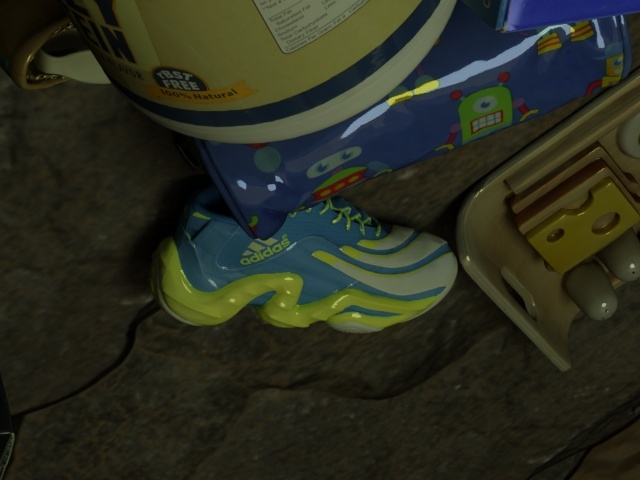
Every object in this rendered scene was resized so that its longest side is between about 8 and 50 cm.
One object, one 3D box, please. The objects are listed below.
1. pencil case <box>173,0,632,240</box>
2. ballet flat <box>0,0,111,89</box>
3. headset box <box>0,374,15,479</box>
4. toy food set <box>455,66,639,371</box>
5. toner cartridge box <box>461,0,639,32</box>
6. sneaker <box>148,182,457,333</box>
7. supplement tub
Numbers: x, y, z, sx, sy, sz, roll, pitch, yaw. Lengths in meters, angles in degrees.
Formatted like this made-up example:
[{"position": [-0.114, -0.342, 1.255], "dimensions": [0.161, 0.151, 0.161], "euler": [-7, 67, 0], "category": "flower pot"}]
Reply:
[{"position": [0.054, -0.102, 1.316], "dimensions": [0.306, 0.119, 0.133], "euler": [-25, 140, -3], "category": "pencil case"}, {"position": [-0.094, -0.131, 1.236], "dimensions": [0.232, 0.073, 0.080], "euler": [-11, 140, -19], "category": "ballet flat"}, {"position": [-0.329, 0.026, 1.125], "dimensions": [0.246, 0.283, 0.131], "euler": [-7, 153, -22], "category": "headset box"}, {"position": [0.273, -0.028, 1.550], "dimensions": [0.306, 0.092, 0.220], "euler": [-36, 141, 10], "category": "toy food set"}, {"position": [0.232, -0.218, 1.046], "dimensions": [0.348, 0.075, 0.165], "euler": [-11, 128, -27], "category": "toner cartridge box"}, {"position": [0.000, 0.000, 1.426], "dimensions": [0.240, 0.091, 0.126], "euler": [-6, 137, -23], "category": "sneaker"}, {"position": [-0.068, -0.222, 1.022], "dimensions": [0.228, 0.228, 0.316], "euler": [-29, 142, 2], "category": "supplement tub"}]
